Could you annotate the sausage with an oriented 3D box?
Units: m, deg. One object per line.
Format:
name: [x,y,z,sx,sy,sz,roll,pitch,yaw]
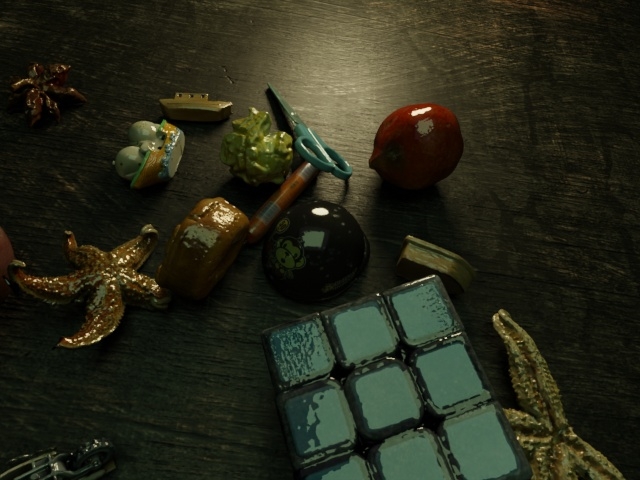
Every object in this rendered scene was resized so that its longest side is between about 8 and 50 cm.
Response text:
sausage: [-0.094,-0.110,1.086,0.053,0.053,0.348,31,59,11]

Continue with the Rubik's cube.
Rubik's cube: [0.099,0.277,0.705,0.300,0.304,0.306,-19,64,-5]

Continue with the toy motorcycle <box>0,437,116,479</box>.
toy motorcycle: [-0.452,0.407,0.690,0.229,0.130,0.094,-19,41,-34]

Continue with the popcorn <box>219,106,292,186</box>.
popcorn: [-0.153,-0.219,1.075,0.187,0.185,0.167,37,84,4]

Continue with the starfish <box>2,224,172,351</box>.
starfish: [-0.461,0.070,0.867,0.303,0.113,0.312,-8,48,-43]

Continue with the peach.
peach: [0.238,-0.244,1.126,0.256,0.232,0.233,-14,62,-15]

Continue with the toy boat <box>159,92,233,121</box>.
toy boat: [-0.353,-0.382,1.213,0.200,0.057,0.077,0,52,-9]

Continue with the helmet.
helmet: [0.000,0.000,0.973,0.278,0.161,0.231,-26,64,-21]

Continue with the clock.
clock: [-0.435,-0.222,1.075,0.144,0.103,0.231,8,56,-2]

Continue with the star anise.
star anise: [-0.753,-0.406,1.144,0.196,0.111,0.212,-23,58,-28]

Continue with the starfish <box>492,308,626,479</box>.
starfish: [0.385,0.380,0.844,0.323,0.083,0.432,-25,63,-10]

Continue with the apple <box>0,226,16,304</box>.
apple: [-0.709,0.036,0.777,0.234,0.306,0.306,-31,67,-36]

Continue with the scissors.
scissors: [-0.061,-0.332,1.209,0.192,0.029,0.447,10,39,-47]

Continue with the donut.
donut: [-0.243,0.016,0.892,0.113,0.227,0.227,31,59,1]

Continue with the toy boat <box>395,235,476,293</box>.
toy boat: [0.270,0.069,0.998,0.188,0.116,0.061,23,62,8]
